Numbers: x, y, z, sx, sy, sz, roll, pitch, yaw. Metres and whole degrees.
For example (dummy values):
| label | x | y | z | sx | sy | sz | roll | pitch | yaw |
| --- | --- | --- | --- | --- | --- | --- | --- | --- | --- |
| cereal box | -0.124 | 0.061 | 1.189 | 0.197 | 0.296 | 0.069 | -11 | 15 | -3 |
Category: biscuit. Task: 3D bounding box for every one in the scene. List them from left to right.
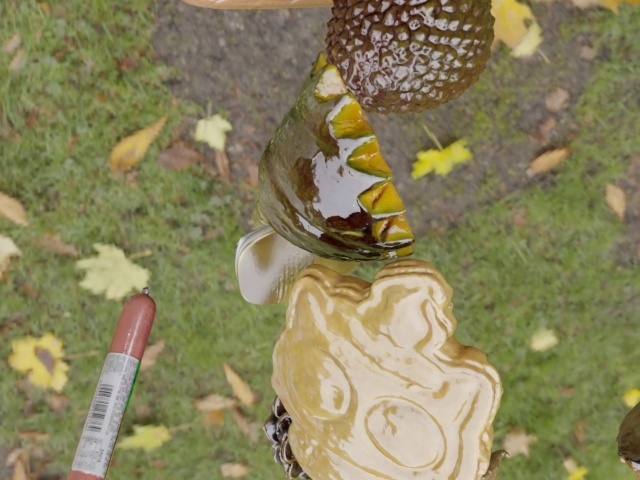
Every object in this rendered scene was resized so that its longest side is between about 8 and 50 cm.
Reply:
| label | x | y | z | sx | sy | sz | roll | pitch | yaw |
| --- | --- | --- | --- | --- | --- | --- | --- | --- | --- |
| biscuit | 0.063 | 0.168 | 1.193 | 0.051 | 0.269 | 0.376 | -41 | 154 | -45 |

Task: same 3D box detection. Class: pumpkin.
| label | x | y | z | sx | sy | sz | roll | pitch | yaw |
| --- | --- | --- | --- | --- | --- | --- | --- | --- | --- |
| pumpkin | 0.002 | -0.052 | 1.191 | 0.149 | 0.130 | 0.254 | -23 | 113 | 3 |

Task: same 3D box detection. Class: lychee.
| label | x | y | z | sx | sy | sz | roll | pitch | yaw |
| --- | --- | --- | --- | --- | --- | --- | --- | --- | --- |
| lychee | 0.116 | -0.279 | 1.497 | 0.236 | 0.271 | 0.236 | 19 | 135 | 20 |

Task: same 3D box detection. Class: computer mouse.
| label | x | y | z | sx | sy | sz | roll | pitch | yaw |
| --- | --- | --- | --- | --- | --- | --- | --- | --- | --- |
| computer mouse | 0.000 | 0.000 | 1.419 | 0.245 | 0.056 | 0.126 | -26 | 137 | -30 |

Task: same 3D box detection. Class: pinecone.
| label | x | y | z | sx | sy | sz | roll | pitch | yaw |
| --- | --- | --- | --- | --- | --- | --- | --- | --- | --- |
| pinecone | 0.032 | 0.295 | 1.823 | 0.244 | 0.257 | 0.243 | -1 | 93 | -30 |

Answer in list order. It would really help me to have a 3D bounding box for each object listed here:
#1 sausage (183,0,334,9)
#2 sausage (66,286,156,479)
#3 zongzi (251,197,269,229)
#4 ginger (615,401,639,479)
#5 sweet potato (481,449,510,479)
| label | x | y | z | sx | sy | sz | roll | pitch | yaw |
| --- | --- | --- | --- | --- | --- | --- | --- | --- | --- |
| sausage | -0.072 | -0.392 | 1.594 | 0.304 | 0.121 | 0.121 | -7 | 131 | -27 |
| sausage | -0.170 | 0.137 | 0.892 | 0.029 | 0.223 | 0.029 | 11 | 154 | 6 |
| zongzi | -0.051 | -0.089 | 2.088 | 0.176 | 0.160 | 0.078 | -45 | 96 | -15 |
| ginger | 0.480 | 0.214 | 1.237 | 0.269 | 0.200 | 0.223 | -45 | 103 | -12 |
| sweet potato | 0.165 | 0.322 | 1.426 | 0.206 | 0.060 | 0.068 | -24 | 156 | -29 |
